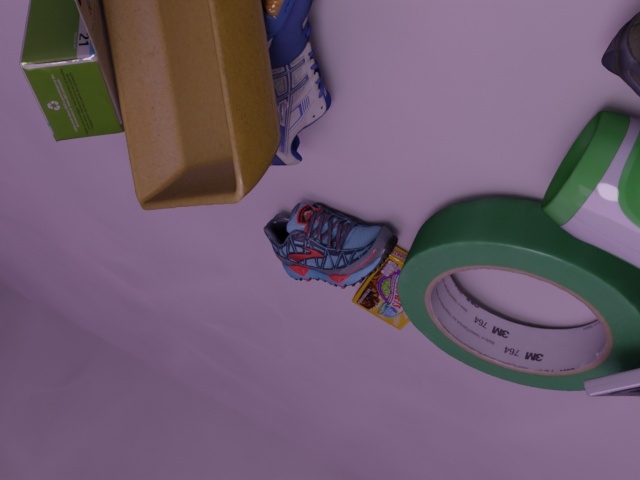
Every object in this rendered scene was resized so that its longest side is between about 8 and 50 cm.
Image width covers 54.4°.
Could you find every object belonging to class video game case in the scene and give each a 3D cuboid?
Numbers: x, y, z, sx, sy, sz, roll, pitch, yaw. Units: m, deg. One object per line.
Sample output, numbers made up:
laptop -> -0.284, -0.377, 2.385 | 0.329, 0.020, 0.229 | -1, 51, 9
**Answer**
video game case -> 0.425, 0.150, 0.705 | 0.173, 0.022, 0.190 | 13, 149, -44

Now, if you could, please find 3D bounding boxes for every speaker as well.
speaker -> 0.367, -0.005, 0.575 | 0.297, 0.131, 0.131 | 29, 150, 8

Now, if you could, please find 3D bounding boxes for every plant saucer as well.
plant saucer -> -0.146, -0.206, 0.687 | 0.333, 0.081, 0.332 | 3, 102, 59

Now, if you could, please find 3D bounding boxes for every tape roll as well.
tape roll -> 0.264, 0.082, 0.828 | 0.321, 0.077, 0.321 | 20, 147, 14

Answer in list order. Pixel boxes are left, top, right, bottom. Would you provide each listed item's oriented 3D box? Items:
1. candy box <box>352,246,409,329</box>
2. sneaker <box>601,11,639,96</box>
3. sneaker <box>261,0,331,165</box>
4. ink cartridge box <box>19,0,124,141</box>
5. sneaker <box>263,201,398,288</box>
candy box -> 0.127, 0.083, 1.043 | 0.105, 0.027, 0.206 | 29, 150, 2
sneaker -> 0.357, -0.104, 0.484 | 0.300, 0.111, 0.121 | 30, -174, -12
sneaker -> -0.042, -0.207, 0.739 | 0.131, 0.111, 0.296 | 4, 143, -19
ink cartridge box -> -0.326, -0.285, 0.787 | 0.097, 0.188, 0.255 | -9, 144, -5
sneaker -> 0.000, 0.000, 0.973 | 0.262, 0.104, 0.125 | -6, 130, 48
